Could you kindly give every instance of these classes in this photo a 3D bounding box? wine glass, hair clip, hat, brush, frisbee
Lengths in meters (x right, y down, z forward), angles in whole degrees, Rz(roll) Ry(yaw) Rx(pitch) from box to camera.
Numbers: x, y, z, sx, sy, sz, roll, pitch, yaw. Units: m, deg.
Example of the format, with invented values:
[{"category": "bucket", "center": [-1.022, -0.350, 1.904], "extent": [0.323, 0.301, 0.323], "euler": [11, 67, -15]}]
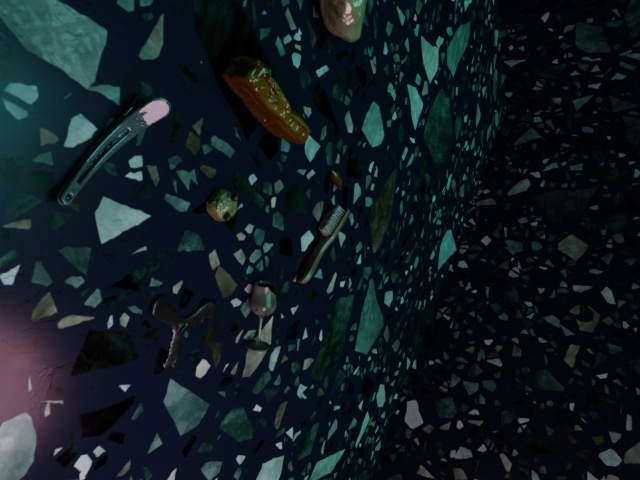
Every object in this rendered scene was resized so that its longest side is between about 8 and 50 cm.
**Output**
[{"category": "wine glass", "center": [-0.173, 0.219, 1.293], "extent": [0.079, 0.079, 0.195], "euler": [-6, 107, -56]}, {"category": "hair clip", "center": [-0.398, -0.173, 0.838], "extent": [0.275, 0.083, 0.048], "euler": [-56, 148, -18]}, {"category": "hat", "center": [-0.240, -0.086, 1.105], "extent": [0.077, 0.059, 0.076], "euler": [-57, 138, -21]}, {"category": "brush", "center": [0.000, 0.000, 1.502], "extent": [0.065, 0.070, 0.327], "euler": [46, 63, -32]}, {"category": "frisbee", "center": [-0.345, 0.229, 1.094], "extent": [0.211, 0.012, 0.187], "euler": [12, 92, -58]}]

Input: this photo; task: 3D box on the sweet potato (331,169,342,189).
[{"category": "sweet potato", "center": [0.057, -0.214, 1.533], "extent": [0.034, 0.034, 0.095], "euler": [-60, 147, -24]}]

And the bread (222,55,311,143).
[{"category": "bread", "center": [-0.124, -0.348, 1.117], "extent": [0.077, 0.139, 0.271], "euler": [-59, 142, -10]}]

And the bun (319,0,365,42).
[{"category": "bun", "center": [0.072, -0.712, 1.295], "extent": [0.229, 0.145, 0.229], "euler": [-170, -90, -89]}]
